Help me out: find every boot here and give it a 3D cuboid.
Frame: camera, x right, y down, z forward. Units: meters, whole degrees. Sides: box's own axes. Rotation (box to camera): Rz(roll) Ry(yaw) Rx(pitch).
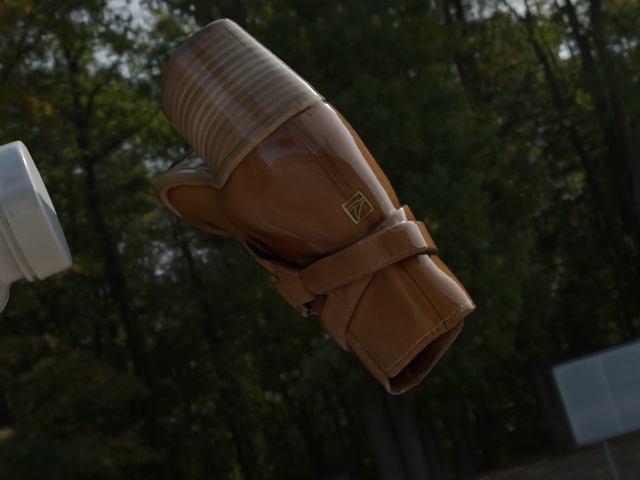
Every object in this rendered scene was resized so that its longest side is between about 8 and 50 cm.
[{"bbox_3d":[0.000,0.000,0.671,0.109,0.220,0.283,-38,-11,-17],"label":"boot"}]

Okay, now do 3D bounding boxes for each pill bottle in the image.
[{"bbox_3d":[-0.203,0.012,0.482,0.160,0.087,0.087,-22,-13,-8],"label":"pill bottle"}]
